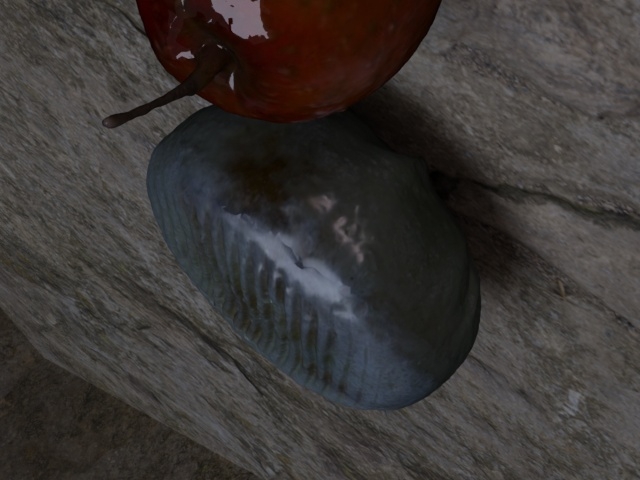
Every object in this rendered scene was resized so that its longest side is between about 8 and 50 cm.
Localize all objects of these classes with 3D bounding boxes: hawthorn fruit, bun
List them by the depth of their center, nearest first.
[{"bbox_3d":[-0.027,-0.195,1.127,0.235,0.263,0.231,23,-164,-32],"label":"hawthorn fruit"},{"bbox_3d":[0.000,0.000,1.483,0.362,0.211,0.362,36,162,14],"label":"bun"}]
